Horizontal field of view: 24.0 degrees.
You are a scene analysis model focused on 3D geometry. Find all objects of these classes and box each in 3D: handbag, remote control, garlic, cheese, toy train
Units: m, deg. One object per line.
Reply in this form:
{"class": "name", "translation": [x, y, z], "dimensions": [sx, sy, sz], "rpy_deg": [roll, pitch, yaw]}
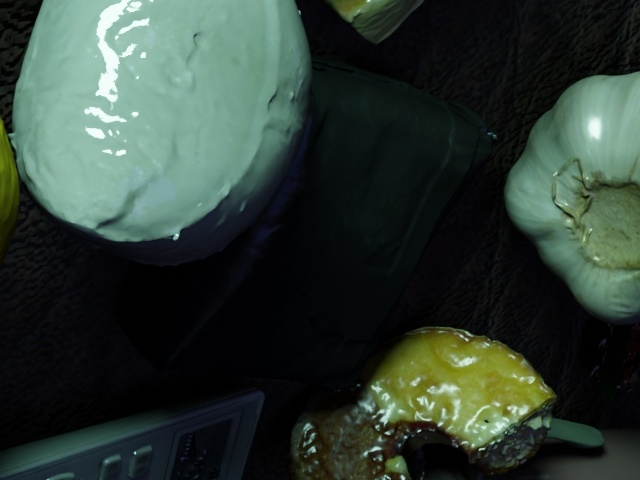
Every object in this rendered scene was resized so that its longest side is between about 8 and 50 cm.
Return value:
{"class": "handbag", "translation": [0.000, 0.000, 1.048], "dimensions": [0.223, 0.080, 0.247], "rpy_deg": [12, 115, -43]}
{"class": "remote control", "translation": [-0.187, 0.171, 1.067], "dimensions": [0.313, 0.055, 0.109], "rpy_deg": [-14, 136, -34]}
{"class": "garlic", "translation": [0.259, -0.054, 1.168], "dimensions": [0.226, 0.199, 0.199], "rpy_deg": [-44, 150, -52]}
{"class": "cheese", "translation": [-0.084, -0.078, 0.850], "dimensions": [0.189, 0.154, 0.198], "rpy_deg": [112, -4, -77]}
{"class": "toy train", "translation": [0.290, 0.032, 1.313], "dimensions": [0.085, 0.053, 0.250], "rpy_deg": [-16, 131, -35]}

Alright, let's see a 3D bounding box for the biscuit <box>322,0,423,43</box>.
{"class": "biscuit", "translation": [0.079, -0.208, 0.966], "dimensions": [0.188, 0.052, 0.056], "rpy_deg": [-46, 154, 3]}

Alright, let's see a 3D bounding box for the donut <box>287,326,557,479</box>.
{"class": "donut", "translation": [0.073, 0.157, 1.190], "dimensions": [0.217, 0.141, 0.085], "rpy_deg": [-28, 145, -5]}

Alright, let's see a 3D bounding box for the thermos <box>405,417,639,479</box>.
{"class": "thermos", "translation": [0.191, 0.228, 1.331], "dimensions": [0.265, 0.146, 0.176], "rpy_deg": [7, 122, -34]}

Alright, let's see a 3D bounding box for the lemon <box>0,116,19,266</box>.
{"class": "lemon", "translation": [-0.248, -0.017, 0.755], "dimensions": [0.188, 0.188, 0.256], "rpy_deg": [-6, 159, -34]}
